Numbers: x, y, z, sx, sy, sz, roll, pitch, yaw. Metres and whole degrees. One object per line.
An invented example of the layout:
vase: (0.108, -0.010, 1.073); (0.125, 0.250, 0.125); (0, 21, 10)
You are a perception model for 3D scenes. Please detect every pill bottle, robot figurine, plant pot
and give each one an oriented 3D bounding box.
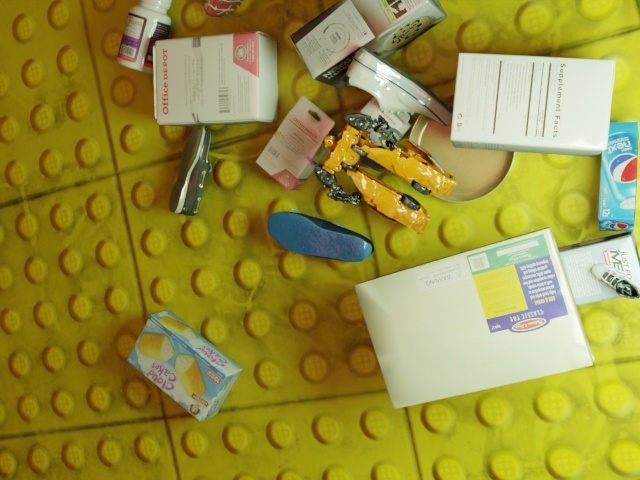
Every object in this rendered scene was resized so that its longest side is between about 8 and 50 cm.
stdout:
pill bottle: (-0.438, -0.525, 1.960); (0.108, 0.108, 0.193); (22, 102, 20)
robot figurine: (0.133, -0.147, 1.683); (0.291, 0.085, 0.211); (32, 111, -4)
plant pot: (0.311, -0.202, 1.714); (0.236, 0.032, 0.236); (1, 94, 23)

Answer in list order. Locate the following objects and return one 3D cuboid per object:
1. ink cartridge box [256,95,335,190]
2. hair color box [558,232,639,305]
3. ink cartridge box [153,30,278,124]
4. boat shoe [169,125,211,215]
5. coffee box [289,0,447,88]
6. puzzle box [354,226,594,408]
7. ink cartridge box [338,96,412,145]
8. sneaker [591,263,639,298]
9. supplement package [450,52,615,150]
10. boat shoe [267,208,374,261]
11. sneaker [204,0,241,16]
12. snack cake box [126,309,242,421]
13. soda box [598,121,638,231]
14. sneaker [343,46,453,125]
ink cartridge box: (-0.047, -0.229, 1.841); (0.115, 0.067, 0.198); (42, 109, 14)
hair color box: (0.455, 0.081, 1.590); (0.375, 0.185, 0.113); (-14, 89, 23)
ink cartridge box: (-0.252, -0.385, 1.887); (0.283, 0.117, 0.207); (1, 95, 22)
boat shoe: (-0.314, -0.172, 1.958); (0.081, 0.069, 0.227); (33, 106, 54)
coffee box: (0.106, -0.468, 1.706); (0.297, 0.168, 0.118); (-30, 82, 21)
puzzle box: (0.295, 0.159, 1.534); (0.409, 0.052, 0.272); (-17, 89, 23)
ink cartridge box: (0.131, -0.253, 1.752); (0.143, 0.090, 0.092); (-45, 78, 19)
sneaker: (0.540, 0.076, 1.416); (0.098, 0.069, 0.038); (29, 105, 16)
supplement package: (0.418, -0.268, 1.560); (0.293, 0.177, 0.175); (6, 93, 12)
boat shoe: (0.000, 0.000, 1.829); (0.258, 0.089, 0.109); (23, 104, 16)
sneaker: (-0.222, -0.649, 1.886); (0.093, 0.088, 0.225); (38, 108, 37)
snack cake box: (-0.349, 0.318, 1.994); (0.264, 0.089, 0.152); (35, 105, 17)
soda box: (0.590, -0.126, 1.540); (0.067, 0.071, 0.210); (2, 70, 23)
sneaker: (0.167, -0.309, 1.666); (0.258, 0.094, 0.091); (31, 111, -11)
